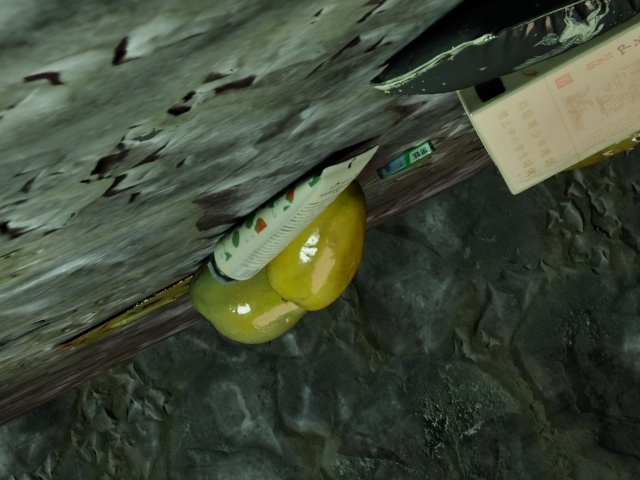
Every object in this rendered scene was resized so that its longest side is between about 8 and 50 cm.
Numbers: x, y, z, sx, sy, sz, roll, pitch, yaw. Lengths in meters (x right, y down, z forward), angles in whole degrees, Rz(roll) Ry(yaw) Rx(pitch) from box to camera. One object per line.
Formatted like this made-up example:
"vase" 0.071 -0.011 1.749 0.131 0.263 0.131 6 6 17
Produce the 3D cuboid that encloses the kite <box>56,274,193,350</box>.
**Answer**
"kite" -0.280 0.110 1.663 0.327 0.013 0.377 -24 176 -40

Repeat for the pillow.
"pillow" 0.149 -0.151 0.732 0.208 0.055 0.141 -25 -176 -29

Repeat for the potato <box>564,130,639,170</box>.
"potato" 0.401 -0.180 1.582 0.298 0.141 0.176 -30 166 34

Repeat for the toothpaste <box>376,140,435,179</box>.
"toothpaste" 0.116 -0.109 1.434 0.083 0.017 0.020 -29 174 23

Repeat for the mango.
"mango" 0.000 0.000 1.282 0.137 0.098 0.195 -29 147 -48

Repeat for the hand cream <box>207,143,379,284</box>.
"hand cream" -0.041 -0.026 1.170 0.095 0.059 0.276 -28 173 -45

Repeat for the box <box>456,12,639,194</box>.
"box" 0.236 -0.141 0.967 0.201 0.058 0.141 -28 140 12

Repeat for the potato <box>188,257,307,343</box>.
"potato" -0.074 0.051 1.420 0.194 0.157 0.157 -44 176 3
